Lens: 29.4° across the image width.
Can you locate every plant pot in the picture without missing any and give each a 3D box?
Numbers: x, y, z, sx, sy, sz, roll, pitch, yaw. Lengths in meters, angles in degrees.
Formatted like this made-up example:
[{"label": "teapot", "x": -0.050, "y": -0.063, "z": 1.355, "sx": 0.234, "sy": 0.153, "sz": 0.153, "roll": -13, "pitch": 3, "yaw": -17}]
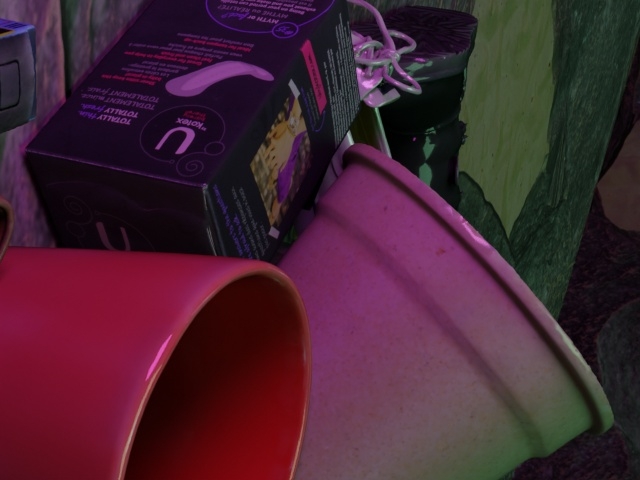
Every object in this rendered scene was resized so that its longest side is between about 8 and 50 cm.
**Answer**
[{"label": "plant pot", "x": 0.026, "y": 0.140, "z": 1.059, "sx": 0.305, "sy": 0.334, "sz": 0.334, "roll": -42, "pitch": 150, "yaw": -6}, {"label": "plant pot", "x": -0.169, "y": 0.119, "z": 0.840, "sx": 0.275, "sy": 0.243, "sz": 0.275, "roll": 13, "pitch": 90, "yaw": -68}]

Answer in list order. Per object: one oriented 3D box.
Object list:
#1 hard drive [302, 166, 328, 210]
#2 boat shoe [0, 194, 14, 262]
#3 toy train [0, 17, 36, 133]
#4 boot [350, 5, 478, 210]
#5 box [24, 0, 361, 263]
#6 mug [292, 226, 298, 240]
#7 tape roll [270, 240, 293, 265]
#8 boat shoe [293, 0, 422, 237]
[{"label": "hard drive", "x": -0.056, "y": -0.084, "z": 1.157, "sx": 0.022, "sy": 0.135, "sz": 0.094, "roll": 64, "pitch": 43, "yaw": -58}, {"label": "boat shoe", "x": -0.288, "y": 0.070, "z": 0.688, "sx": 0.123, "sy": 0.116, "sz": 0.324, "roll": 74, "pitch": 35, "yaw": -50}, {"label": "toy train", "x": -0.251, "y": -0.090, "z": 0.713, "sx": 0.184, "sy": 0.105, "sz": 0.080, "roll": -36, "pitch": 134, "yaw": -60}, {"label": "boot", "x": 0.099, "y": -0.051, "z": 1.562, "sx": 0.367, "sy": 0.146, "sz": 0.445, "roll": -36, "pitch": 138, "yaw": -62}, {"label": "box", "x": -0.092, "y": -0.095, "z": 1.022, "sx": 0.143, "sy": 0.165, "sz": 0.270, "roll": 80, "pitch": 31, "yaw": -44}, {"label": "mug", "x": 0.004, "y": 0.002, "z": 1.459, "sx": 0.078, "sy": 0.062, "sz": 0.064, "roll": 79, "pitch": 22, "yaw": -57}, {"label": "tape roll", "x": -0.064, "y": 0.191, "z": 1.348, "sx": 0.392, "sy": 0.072, "sz": 0.392, "roll": 12, "pitch": 90, "yaw": -71}, {"label": "boat shoe", "x": 0.031, "y": -0.157, "z": 1.220, "sx": 0.136, "sy": 0.156, "sz": 0.367, "roll": -31, "pitch": 114, "yaw": -59}]
